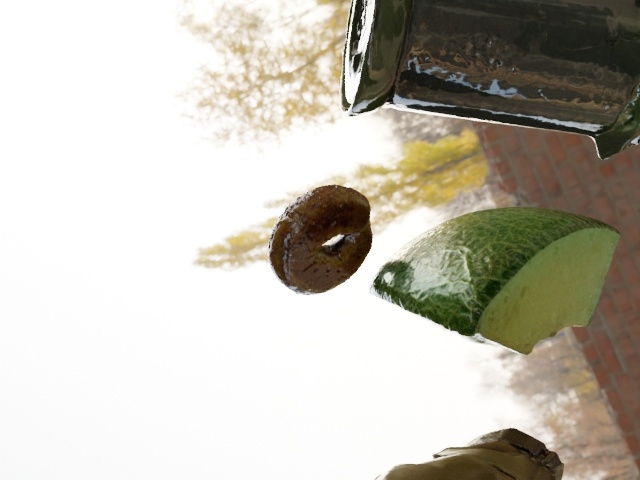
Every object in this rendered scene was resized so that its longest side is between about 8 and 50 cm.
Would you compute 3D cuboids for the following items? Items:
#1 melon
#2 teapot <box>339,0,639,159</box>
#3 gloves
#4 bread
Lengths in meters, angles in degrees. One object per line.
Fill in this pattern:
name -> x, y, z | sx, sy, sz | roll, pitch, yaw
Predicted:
melon -> 0.216, 0.062, 1.227 | 0.343, 0.331, 0.226 | 12, 131, 50
teapot -> 0.202, -0.232, 0.857 | 0.200, 0.337, 0.271 | 151, 126, -81
gloves -> 0.111, 0.257, 0.734 | 0.331, 0.154, 0.141 | -16, -62, -54
bread -> 0.000, 0.000, 1.290 | 0.064, 0.193, 0.193 | 44, 173, 46
